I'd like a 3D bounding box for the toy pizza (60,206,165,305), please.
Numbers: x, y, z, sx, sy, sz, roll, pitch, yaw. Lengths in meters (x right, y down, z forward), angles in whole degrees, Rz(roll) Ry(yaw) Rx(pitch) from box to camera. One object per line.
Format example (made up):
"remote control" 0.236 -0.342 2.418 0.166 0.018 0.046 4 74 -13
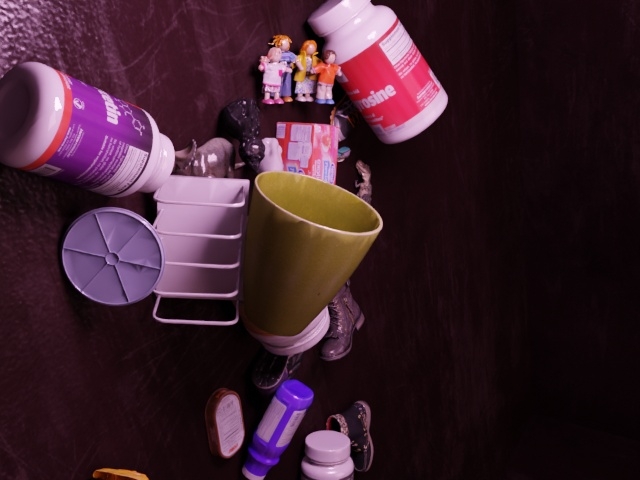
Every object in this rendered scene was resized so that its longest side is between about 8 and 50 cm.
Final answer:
"toy pizza" -0.403 0.031 1.425 0.032 0.201 0.201 -100 -172 -74

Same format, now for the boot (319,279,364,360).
"boot" 0.033 0.194 2.116 0.263 0.091 0.229 -55 132 -50

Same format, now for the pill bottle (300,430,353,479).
"pill bottle" 0.020 0.733 2.208 0.161 0.161 0.283 -14 109 -54

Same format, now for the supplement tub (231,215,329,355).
"supplement tub" -0.112 0.110 1.808 0.228 0.228 0.316 -53 138 -35

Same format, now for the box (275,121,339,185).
"box" -0.041 -0.182 1.939 0.123 0.128 0.256 -6 101 -55

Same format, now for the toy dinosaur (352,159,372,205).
"toy dinosaur" 0.124 -0.109 2.266 0.118 0.064 0.268 -28 124 -58

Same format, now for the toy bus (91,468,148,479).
"toy bus" -0.401 0.595 1.581 0.211 0.150 0.220 10 86 -70

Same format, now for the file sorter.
"file sorter" -0.253 0.023 1.524 0.173 0.193 0.277 -103 -163 -69

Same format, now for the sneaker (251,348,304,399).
"sneaker" -0.094 0.310 2.022 0.283 0.107 0.124 -54 152 -29

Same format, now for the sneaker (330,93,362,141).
"sneaker" 0.098 -0.382 2.141 0.084 0.083 0.214 51 57 -50

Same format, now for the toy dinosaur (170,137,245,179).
"toy dinosaur" -0.241 -0.167 1.653 0.314 0.121 0.160 -22 121 -49

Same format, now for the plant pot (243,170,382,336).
"plant pot" -0.049 0.045 1.535 0.275 0.275 0.293 -14 130 -54

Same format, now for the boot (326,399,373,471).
"boot" 0.090 0.652 2.367 0.179 0.085 0.236 -5 95 -54

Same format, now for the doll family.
"doll family" -0.073 -0.440 1.873 0.263 0.118 0.163 -8 111 -37

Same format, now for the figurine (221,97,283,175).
"figurine" -0.143 -0.194 1.716 0.215 0.092 0.209 59 9 -42

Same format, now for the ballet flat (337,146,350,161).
"ballet flat" 0.049 -0.247 2.142 0.114 0.041 0.041 -23 116 -51

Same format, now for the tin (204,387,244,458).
"tin" -0.244 0.470 1.870 0.106 0.040 0.189 -28 120 -46

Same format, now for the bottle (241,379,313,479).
"bottle" -0.121 0.509 1.942 0.282 0.092 0.118 -63 161 13

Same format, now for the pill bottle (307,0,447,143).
"pill bottle" 0.152 -0.484 1.996 0.407 0.229 0.229 51 53 -22

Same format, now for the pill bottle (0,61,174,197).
"pill bottle" -0.421 -0.185 1.323 0.323 0.182 0.181 19 82 -57
